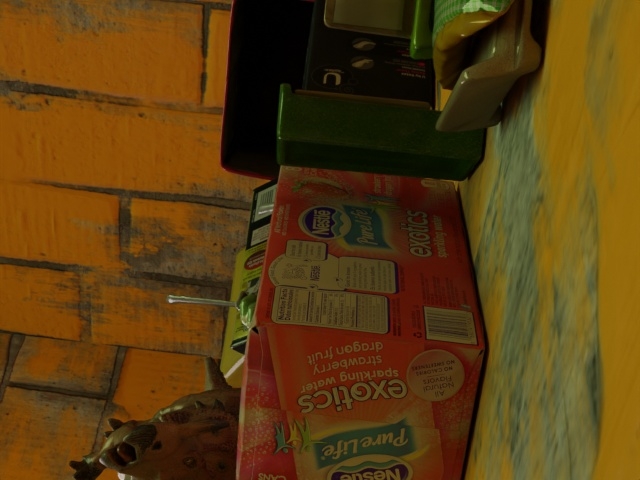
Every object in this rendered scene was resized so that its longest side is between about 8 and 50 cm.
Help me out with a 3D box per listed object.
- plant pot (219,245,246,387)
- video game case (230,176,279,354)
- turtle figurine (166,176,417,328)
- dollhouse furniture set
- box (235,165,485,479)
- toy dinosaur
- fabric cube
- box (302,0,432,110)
[{"bbox_3d":[-0.007,0.095,1.776,0.187,0.212,0.212,129,151,-61],"label":"plant pot"},{"bbox_3d":[0.000,0.000,1.615,0.275,0.035,0.248,-23,49,40],"label":"video game case"},{"bbox_3d":[-0.012,0.002,1.273,0.274,0.198,0.266,51,134,23],"label":"turtle figurine"},{"bbox_3d":[0.055,-0.170,0.861,0.301,0.151,0.197,104,173,-81],"label":"dollhouse furniture set"},{"bbox_3d":[0.026,0.062,0.940,0.300,0.154,0.142,-88,4,-67],"label":"box"},{"bbox_3d":[-0.091,0.169,1.034,0.200,0.127,0.295,-37,4,27],"label":"toy dinosaur"},{"bbox_3d":[-0.003,-0.237,1.834,0.258,0.254,0.259,-87,4,-73],"label":"fabric cube"},{"bbox_3d":[0.051,-0.175,1.476,0.270,0.143,0.165,-85,2,-49],"label":"box"}]
